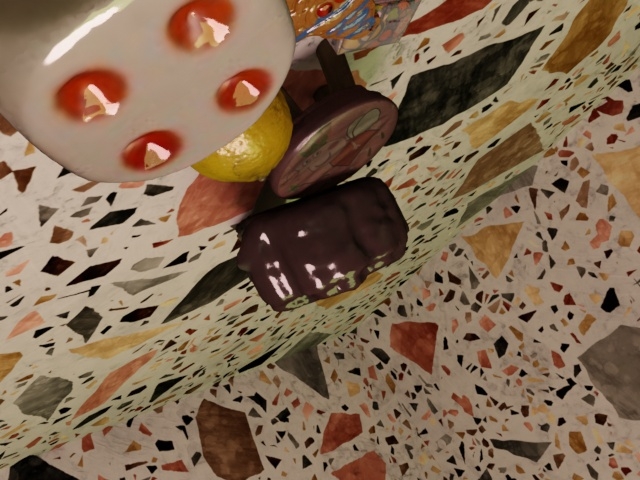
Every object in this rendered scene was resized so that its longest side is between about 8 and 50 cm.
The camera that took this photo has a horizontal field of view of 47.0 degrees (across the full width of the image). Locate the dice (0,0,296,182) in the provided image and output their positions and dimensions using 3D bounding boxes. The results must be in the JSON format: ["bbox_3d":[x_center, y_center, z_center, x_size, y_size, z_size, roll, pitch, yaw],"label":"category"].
[{"bbox_3d":[-0.207,-0.259,0.727,0.277,0.304,0.304,-33,162,-1],"label":"dice"}]

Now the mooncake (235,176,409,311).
[{"bbox_3d":[0.000,0.000,1.517,0.351,0.212,0.381,-25,-174,10],"label":"mooncake"}]

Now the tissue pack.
[{"bbox_3d":[0.092,-0.389,1.284,0.148,0.060,0.108,-19,159,-33],"label":"tissue pack"}]

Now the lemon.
[{"bbox_3d":[-0.146,-0.192,1.161,0.192,0.231,0.192,-24,-165,7],"label":"lemon"}]

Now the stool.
[{"bbox_3d":[-0.010,-0.221,1.357,0.272,0.178,0.272,-30,162,-11],"label":"stool"}]

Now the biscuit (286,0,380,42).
[{"bbox_3d":[0.004,-0.378,1.116,0.183,0.043,0.280,-43,149,22],"label":"biscuit"}]

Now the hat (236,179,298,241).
[{"bbox_3d":[-0.092,-0.080,1.771,0.214,0.149,0.244,4,108,-32],"label":"hat"}]
